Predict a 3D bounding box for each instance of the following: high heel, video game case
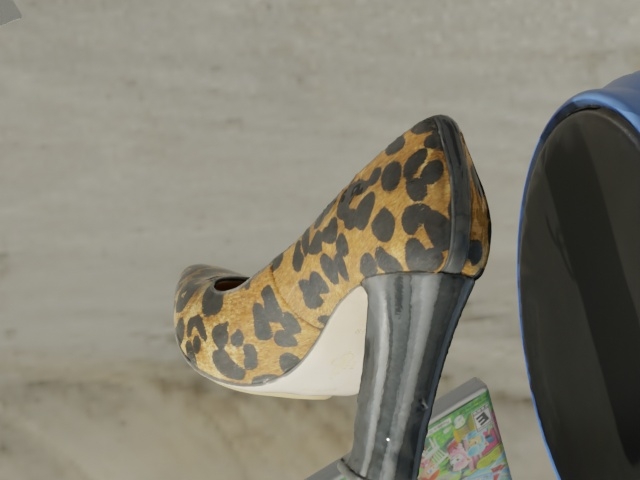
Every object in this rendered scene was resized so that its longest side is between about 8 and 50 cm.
[{"bbox_3d":[0.000,0.000,0.938,0.093,0.186,0.261,3,-164,-32],"label":"high heel"},{"bbox_3d":[0.084,0.251,1.648,0.212,0.193,0.023,-30,-141,-15],"label":"video game case"}]

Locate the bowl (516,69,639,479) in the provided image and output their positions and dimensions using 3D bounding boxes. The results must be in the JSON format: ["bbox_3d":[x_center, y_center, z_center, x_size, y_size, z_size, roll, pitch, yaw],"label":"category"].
[{"bbox_3d":[0.243,0.070,1.300,0.077,0.391,0.391,-7,173,-14],"label":"bowl"}]

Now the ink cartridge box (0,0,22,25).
[{"bbox_3d":[-0.246,-0.173,1.205,0.048,0.083,0.028,-26,169,-29],"label":"ink cartridge box"}]
